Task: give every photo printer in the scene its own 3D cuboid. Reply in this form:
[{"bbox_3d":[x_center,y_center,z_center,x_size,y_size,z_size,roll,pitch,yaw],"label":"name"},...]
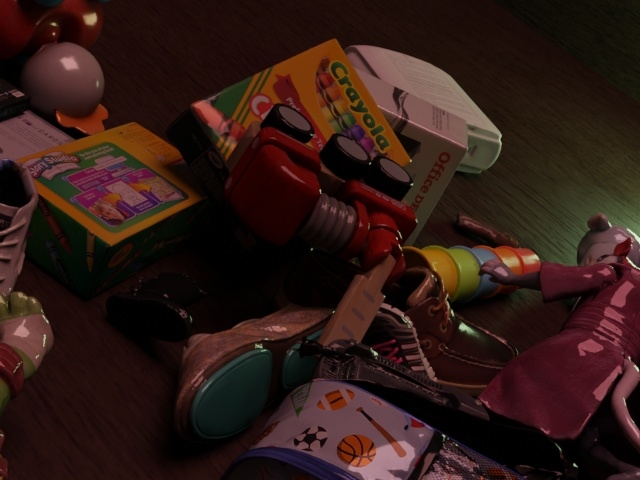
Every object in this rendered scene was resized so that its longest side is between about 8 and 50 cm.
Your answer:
[{"bbox_3d":[0.176,-0.263,2.001,0.256,0.107,0.307,10,31,-31],"label":"photo printer"}]

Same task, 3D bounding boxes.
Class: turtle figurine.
[{"bbox_3d":[-0.323,0.122,0.797,0.275,0.198,0.266,26,23,-11],"label":"turtle figurine"}]

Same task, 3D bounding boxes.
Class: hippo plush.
[{"bbox_3d":[0.536,0.032,1.683,0.237,0.234,0.294,22,45,13],"label":"hippo plush"}]

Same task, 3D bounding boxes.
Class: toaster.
[{"bbox_3d":[0.048,0.204,1.043,0.227,0.146,0.129,25,27,-6],"label":"toaster"}]

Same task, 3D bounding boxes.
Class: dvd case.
[{"bbox_3d":[-0.418,-0.115,1.295,0.179,0.029,0.239,33,27,10],"label":"dvd case"}]

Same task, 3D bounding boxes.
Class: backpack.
[{"bbox_3d":[0.037,0.254,0.860,0.263,0.276,0.213,34,41,19],"label":"backpack"}]

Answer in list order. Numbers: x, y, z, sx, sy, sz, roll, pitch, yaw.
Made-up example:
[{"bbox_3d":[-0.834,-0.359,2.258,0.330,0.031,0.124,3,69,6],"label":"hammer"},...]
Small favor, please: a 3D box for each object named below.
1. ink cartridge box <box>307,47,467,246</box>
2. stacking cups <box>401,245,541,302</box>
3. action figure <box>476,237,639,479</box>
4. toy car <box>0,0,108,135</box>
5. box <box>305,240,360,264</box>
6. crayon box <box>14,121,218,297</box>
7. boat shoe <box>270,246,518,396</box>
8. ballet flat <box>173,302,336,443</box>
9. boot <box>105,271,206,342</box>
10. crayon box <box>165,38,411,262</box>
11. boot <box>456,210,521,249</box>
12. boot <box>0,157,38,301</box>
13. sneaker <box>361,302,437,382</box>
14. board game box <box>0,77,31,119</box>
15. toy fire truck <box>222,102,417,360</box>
[{"bbox_3d":[0.063,-0.137,1.585,0.273,0.197,0.114,23,29,-8],"label":"ink cartridge box"},{"bbox_3d":[0.226,0.046,1.529,0.316,0.096,0.096,-5,41,-46],"label":"stacking cups"},{"bbox_3d":[0.327,0.120,1.243,0.248,0.276,0.370,40,57,-11],"label":"action figure"},{"bbox_3d":[-0.359,-0.248,1.455,0.238,0.219,0.210,61,31,0],"label":"toy car"},{"bbox_3d":[0.048,-0.018,1.472,0.087,0.101,0.102,-8,46,-49],"label":"box"},{"bbox_3d":[-0.253,-0.047,1.271,0.165,0.081,0.278,34,28,12],"label":"crayon box"},{"bbox_3d":[0.114,0.094,1.314,0.342,0.123,0.123,21,28,-12],"label":"boat shoe"},{"bbox_3d":[-0.084,0.134,1.120,0.106,0.107,0.316,19,16,28],"label":"ballet flat"},{"bbox_3d":[-0.165,0.070,1.153,0.121,0.045,0.099,12,19,31],"label":"boot"},{"bbox_3d":[-0.018,-0.133,1.362,0.318,0.081,0.202,-34,91,-39],"label":"crayon box"},{"bbox_3d":[0.272,-0.007,1.725,0.114,0.037,0.106,30,14,-3],"label":"boot"},{"bbox_3d":[-0.342,0.015,1.037,0.095,0.123,0.258,17,29,-20],"label":"boot"},{"bbox_3d":[0.088,0.145,1.213,0.170,0.063,0.075,59,24,-30],"label":"sneaker"},{"bbox_3d":[-0.470,-0.182,1.305,0.126,0.026,0.186,31,28,10],"label":"board game box"},{"bbox_3d":[0.000,0.000,1.145,0.217,0.158,0.246,26,26,-24],"label":"toy fire truck"}]
